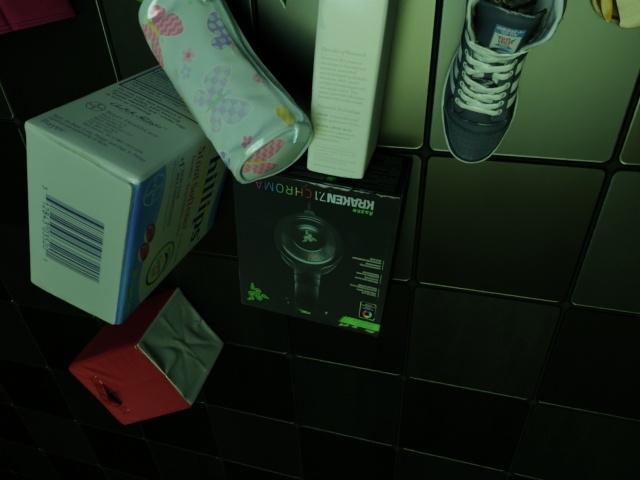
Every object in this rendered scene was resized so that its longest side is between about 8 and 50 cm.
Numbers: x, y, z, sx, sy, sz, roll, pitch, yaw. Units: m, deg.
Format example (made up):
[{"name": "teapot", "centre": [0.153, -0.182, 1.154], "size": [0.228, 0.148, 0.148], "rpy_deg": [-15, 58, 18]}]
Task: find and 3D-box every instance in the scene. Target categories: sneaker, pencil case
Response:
[{"name": "sneaker", "centre": [0.197, -0.199, 0.541], "size": [0.099, 0.153, 0.282], "rpy_deg": [13, 126, 11]}, {"name": "pencil case", "centre": [-0.120, -0.209, 0.607], "size": [0.124, 0.113, 0.273], "rpy_deg": [-35, 79, 16]}]

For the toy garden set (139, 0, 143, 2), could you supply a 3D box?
[{"name": "toy garden set", "centre": [-0.249, -0.449, 0.590], "size": [0.203, 0.049, 0.244], "rpy_deg": [23, 128, 0]}]

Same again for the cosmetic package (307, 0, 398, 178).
[{"name": "cosmetic package", "centre": [0.040, -0.210, 0.611], "size": [0.085, 0.117, 0.231], "rpy_deg": [11, 125, 10]}]

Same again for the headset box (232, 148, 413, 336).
[{"name": "headset box", "centre": [0.000, 0.000, 0.759], "size": [0.246, 0.131, 0.283], "rpy_deg": [12, 127, 11]}]

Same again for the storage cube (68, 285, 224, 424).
[{"name": "storage cube", "centre": [-0.358, 0.245, 1.001], "size": [0.193, 0.215, 0.184], "rpy_deg": [-22, 114, 23]}]

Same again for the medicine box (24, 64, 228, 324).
[{"name": "medicine box", "centre": [-0.261, -0.078, 0.693], "size": [0.149, 0.289, 0.263], "rpy_deg": [27, 128, 2]}]

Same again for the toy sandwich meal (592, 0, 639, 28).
[{"name": "toy sandwich meal", "centre": [0.343, -0.275, 0.517], "size": [0.085, 0.029, 0.086], "rpy_deg": [9, 125, 13]}]

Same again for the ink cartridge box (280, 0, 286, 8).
[{"name": "ink cartridge box", "centre": [-0.117, -0.360, 0.531], "size": [0.062, 0.109, 0.209], "rpy_deg": [-24, 129, 16]}]

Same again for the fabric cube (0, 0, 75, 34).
[{"name": "fabric cube", "centre": [-0.545, -0.384, 0.600], "size": [0.254, 0.259, 0.258], "rpy_deg": [1, 123, 19]}]
